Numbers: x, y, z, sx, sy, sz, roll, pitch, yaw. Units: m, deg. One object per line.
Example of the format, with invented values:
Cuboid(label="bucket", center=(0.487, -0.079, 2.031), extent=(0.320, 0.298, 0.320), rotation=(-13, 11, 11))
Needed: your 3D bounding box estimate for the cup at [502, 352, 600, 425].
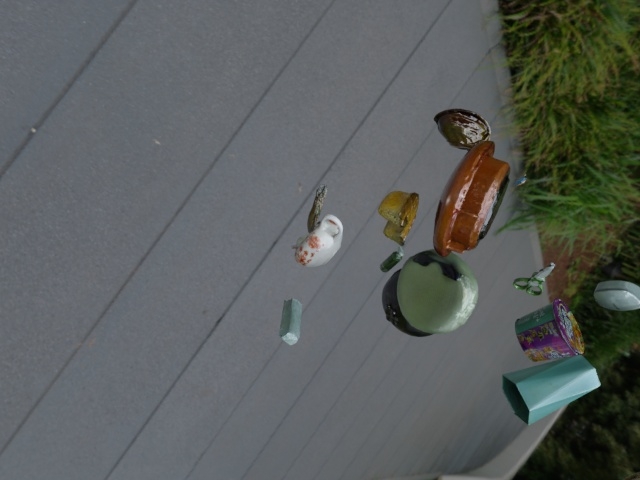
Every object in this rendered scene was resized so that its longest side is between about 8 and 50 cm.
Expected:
Cuboid(label="cup", center=(0.664, 0.415, 1.329), extent=(0.236, 0.148, 0.134), rotation=(-21, 159, -7))

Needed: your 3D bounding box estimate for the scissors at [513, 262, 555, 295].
Cuboid(label="scissors", center=(0.747, 0.131, 1.576), extent=(0.204, 0.101, 0.027), rotation=(100, 14, -61))

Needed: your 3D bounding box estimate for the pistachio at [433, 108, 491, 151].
Cuboid(label="pistachio", center=(0.498, -0.391, 1.628), extent=(0.130, 0.210, 0.165), rotation=(-54, 171, -38))

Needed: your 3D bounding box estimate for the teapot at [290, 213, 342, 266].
Cuboid(label="teapot", center=(0.000, 0.000, 1.249), extent=(0.159, 0.116, 0.245), rotation=(-34, 170, -38))

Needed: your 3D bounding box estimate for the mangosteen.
Cuboid(label="mangosteen", center=(0.529, 0.291, 2.351), extent=(0.435, 0.382, 0.382), rotation=(-23, 134, -18))

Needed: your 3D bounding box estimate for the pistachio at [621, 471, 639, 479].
Cuboid(label="pistachio", center=(0.985, 0.862, 1.320), extent=(0.446, 0.365, 0.281), rotation=(-2, 169, -8))

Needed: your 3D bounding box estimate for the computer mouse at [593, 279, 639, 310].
Cuboid(label="computer mouse", center=(0.974, 0.192, 1.477), extent=(0.231, 0.128, 0.079), rotation=(23, 71, -30))

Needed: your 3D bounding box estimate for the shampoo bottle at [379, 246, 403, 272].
Cuboid(label="shampoo bottle", center=(0.383, 0.103, 2.437), extent=(0.065, 0.065, 0.204), rotation=(-32, 168, -31))

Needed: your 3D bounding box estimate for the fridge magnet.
Cuboid(label="fridge magnet", center=(0.440, -0.114, 1.349), extent=(0.363, 0.155, 0.363), rotation=(-49, 153, -36))

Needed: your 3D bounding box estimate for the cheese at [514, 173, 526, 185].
Cuboid(label="cheese", center=(0.743, -0.226, 1.704), extent=(0.017, 0.047, 0.111), rotation=(59, 34, -8))

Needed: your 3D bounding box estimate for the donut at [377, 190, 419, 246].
Cuboid(label="donut", center=(0.286, -0.100, 1.622), extent=(0.152, 0.101, 0.259), rotation=(-58, 154, -17))

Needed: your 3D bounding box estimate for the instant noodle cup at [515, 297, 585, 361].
Cuboid(label="instant noodle cup", center=(0.961, 0.393, 1.943), extent=(0.190, 0.251, 0.251), rotation=(-32, 162, 37))

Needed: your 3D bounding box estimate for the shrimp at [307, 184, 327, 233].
Cuboid(label="shrimp", center=(-0.005, -0.106, 1.771), extent=(0.046, 0.152, 0.219), rotation=(8, 108, -24))

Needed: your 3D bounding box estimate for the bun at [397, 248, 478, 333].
Cuboid(label="bun", center=(0.412, 0.174, 1.561), extent=(0.187, 0.293, 0.293), rotation=(7, 111, -40))

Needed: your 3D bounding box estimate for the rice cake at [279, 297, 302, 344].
Cuboid(label="rice cake", center=(-0.113, 0.310, 1.779), extent=(0.063, 0.206, 0.069), rotation=(-32, 119, 27))
